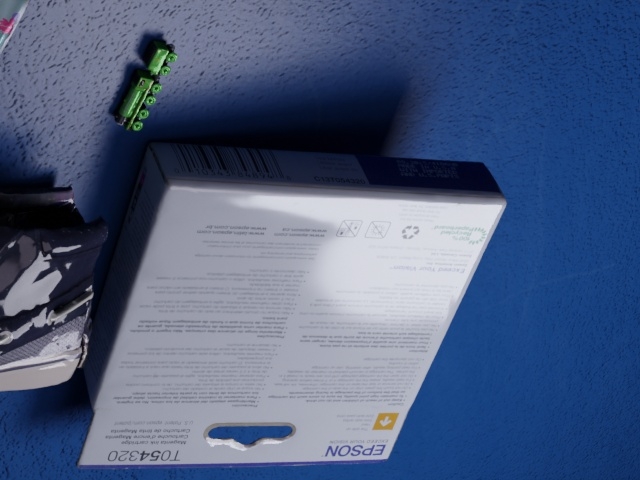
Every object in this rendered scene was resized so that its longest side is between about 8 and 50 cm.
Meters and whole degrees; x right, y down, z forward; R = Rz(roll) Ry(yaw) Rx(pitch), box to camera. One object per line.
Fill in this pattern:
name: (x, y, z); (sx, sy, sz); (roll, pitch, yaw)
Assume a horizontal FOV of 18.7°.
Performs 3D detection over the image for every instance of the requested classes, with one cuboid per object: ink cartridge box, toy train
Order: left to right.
toy train: (-0.139, -0.122, 1.536); (0.023, 0.017, 0.083); (11, 122, -35)
ink cartridge box: (-0.038, 0.065, 1.730); (0.324, 0.071, 0.330); (2, 130, -27)

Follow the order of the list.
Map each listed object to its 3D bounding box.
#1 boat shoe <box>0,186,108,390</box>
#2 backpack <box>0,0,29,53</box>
boat shoe: (-0.315, 0.043, 1.484); (0.340, 0.127, 0.158); (-12, 130, -44)
backpack: (-0.315, -0.141, 1.182); (0.191, 0.225, 0.253); (23, 105, -49)
